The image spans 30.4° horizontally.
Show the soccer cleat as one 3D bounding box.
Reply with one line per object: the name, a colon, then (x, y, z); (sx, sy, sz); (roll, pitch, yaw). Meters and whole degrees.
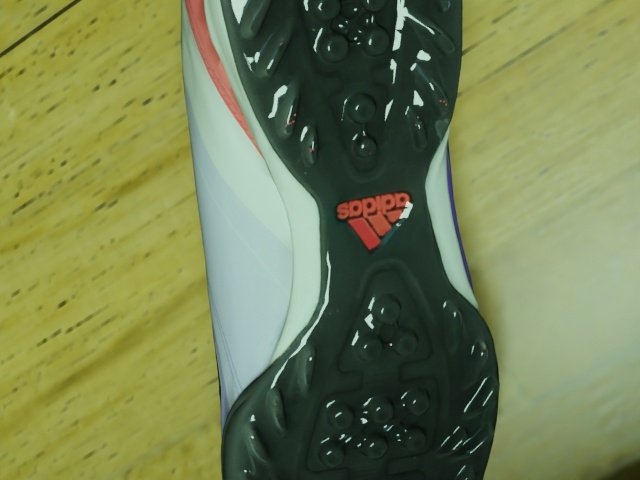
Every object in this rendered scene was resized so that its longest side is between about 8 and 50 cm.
soccer cleat: (0.000, 0.000, 0.462); (0.108, 0.116, 0.318); (-9, 110, -14)
